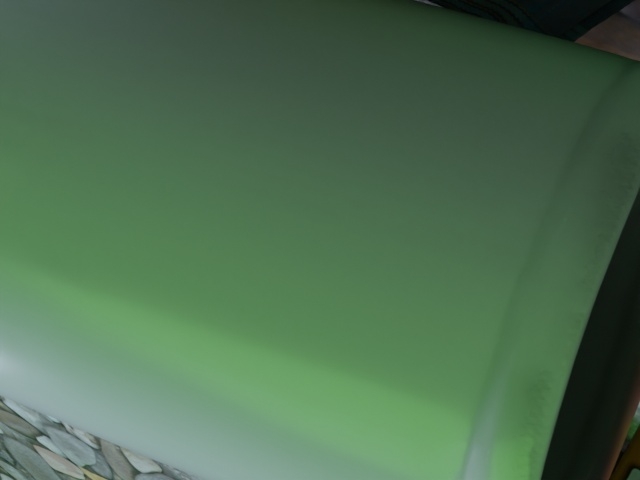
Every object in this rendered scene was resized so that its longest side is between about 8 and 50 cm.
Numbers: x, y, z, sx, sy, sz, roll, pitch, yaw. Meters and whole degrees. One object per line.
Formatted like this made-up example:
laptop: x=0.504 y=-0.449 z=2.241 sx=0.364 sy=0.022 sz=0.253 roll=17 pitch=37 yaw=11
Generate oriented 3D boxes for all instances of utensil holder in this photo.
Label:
utensil holder: x=0.000 y=0.000 z=1.098 sx=0.386 sy=0.327 sz=0.327 roll=19 pitch=153 yaw=17

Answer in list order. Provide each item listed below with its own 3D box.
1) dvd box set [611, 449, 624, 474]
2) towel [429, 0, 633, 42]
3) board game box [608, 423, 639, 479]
dvd box set: x=0.158 y=0.312 z=1.830 sx=0.308 sy=0.062 sz=0.420 roll=40 pitch=134 yaw=-15
towel: x=0.052 y=-0.214 z=0.982 sx=0.370 sy=0.040 sz=0.271 roll=19 pitch=156 yaw=-26
board game box: x=0.369 y=0.195 z=1.152 sx=0.356 sy=0.356 sz=0.356 roll=29 pitch=156 yaw=14
